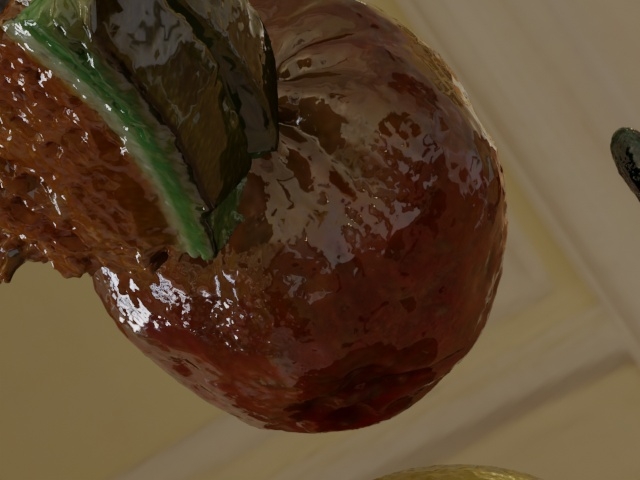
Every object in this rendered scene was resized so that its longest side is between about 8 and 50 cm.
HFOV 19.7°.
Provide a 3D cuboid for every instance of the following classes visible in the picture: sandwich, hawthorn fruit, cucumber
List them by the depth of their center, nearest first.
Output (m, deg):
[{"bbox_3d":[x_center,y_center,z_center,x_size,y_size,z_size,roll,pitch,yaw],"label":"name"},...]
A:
[{"bbox_3d":[-0.113,-0.070,0.851,0.159,0.185,0.109,-8,52,21],"label":"sandwich"},{"bbox_3d":[-0.010,-0.010,1.063,0.258,0.262,0.258,-7,32,4],"label":"hawthorn fruit"},{"bbox_3d":[0.221,-0.025,1.163,0.032,0.133,0.032,-23,-32,-16],"label":"cucumber"}]

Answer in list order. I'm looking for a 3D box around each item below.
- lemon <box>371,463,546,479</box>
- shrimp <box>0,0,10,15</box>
[{"bbox_3d":[0.103,0.249,1.103,0.219,0.240,0.240,-6,16,21],"label":"lemon"},{"bbox_3d":[-0.296,-0.250,1.116,0.247,0.360,0.085,-13,-8,-38],"label":"shrimp"}]
